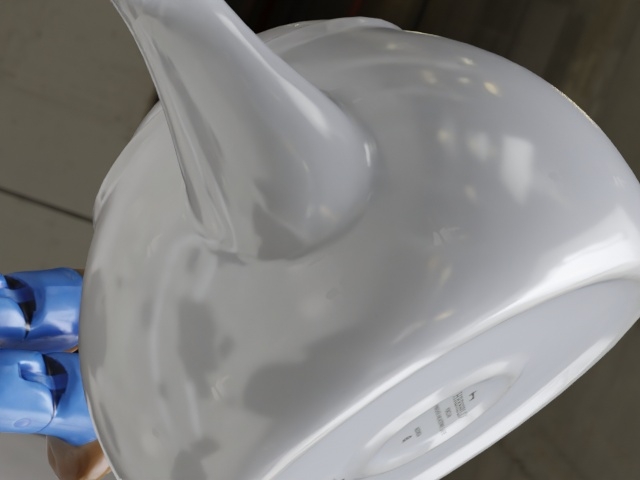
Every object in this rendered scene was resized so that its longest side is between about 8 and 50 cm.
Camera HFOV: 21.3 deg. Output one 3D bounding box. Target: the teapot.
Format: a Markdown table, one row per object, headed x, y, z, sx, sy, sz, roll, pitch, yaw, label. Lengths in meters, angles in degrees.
| x | y | z | sx | sy | sz | roll | pitch | yaw | label |
| --- | --- | --- | --- | --- | --- | --- | --- | --- | --- |
| 0.000 | 0.000 | 0.692 | 0.187 | 0.253 | 0.256 | 57 | -45 | 20 | teapot |

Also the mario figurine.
| x | y | z | sx | sy | sz | roll | pitch | yaw | label |
| --- | --- | --- | --- | --- | --- | --- | --- | --- | --- |
| -0.261 | 0.069 | 0.908 | 0.198 | 0.321 | 0.170 | 22 | -83 | 44 | mario figurine |
